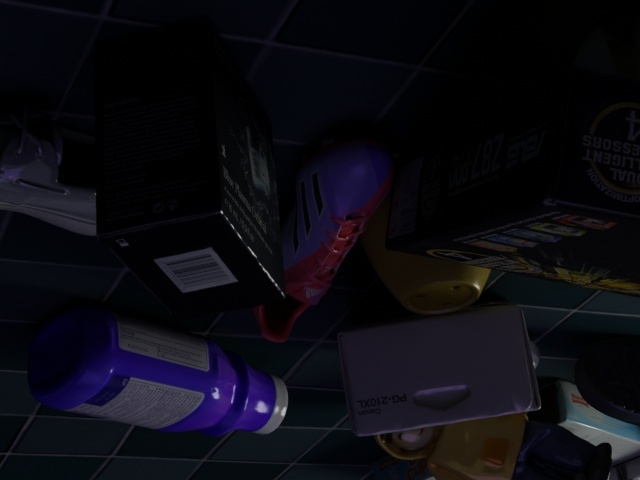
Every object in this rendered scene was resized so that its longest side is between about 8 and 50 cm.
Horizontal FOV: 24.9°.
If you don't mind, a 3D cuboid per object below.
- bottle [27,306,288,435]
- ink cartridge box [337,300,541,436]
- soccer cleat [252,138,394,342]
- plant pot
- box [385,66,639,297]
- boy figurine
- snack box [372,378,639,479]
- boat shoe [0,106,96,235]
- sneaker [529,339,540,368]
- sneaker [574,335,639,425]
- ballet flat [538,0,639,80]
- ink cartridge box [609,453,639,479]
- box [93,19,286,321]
[{"bbox_3d":[-0.156,0.143,1.479,0.282,0.092,0.118,19,144,-41],"label":"bottle"},{"bbox_3d":[0.114,0.119,1.397,0.171,0.100,0.237,-9,178,4],"label":"ink cartridge box"},{"bbox_3d":[0.000,0.000,1.236,0.083,0.095,0.248,6,150,-24],"label":"soccer cleat"},{"bbox_3d":[0.099,0.009,1.277,0.134,0.095,0.134,-5,153,-3],"label":"plant pot"},{"bbox_3d":[0.247,-0.021,1.054,0.318,0.097,0.395,9,173,-12],"label":"box"},{"bbox_3d":[0.194,0.234,1.686,0.285,0.177,0.092,20,-166,4],"label":"boy figurine"},{"bbox_3d":[0.245,0.276,1.867,0.187,0.060,0.322,21,142,-39],"label":"snack box"},{"bbox_3d":[-0.222,-0.065,1.092,0.081,0.079,0.227,-37,146,30],"label":"boat shoe"},{"bbox_3d":[0.139,0.153,1.567,0.212,0.094,0.080,-1,151,-11],"label":"sneaker"},{"bbox_3d":[0.403,0.192,1.686,0.319,0.112,0.131,11,145,-29],"label":"sneaker"},{"bbox_3d":[0.228,-0.161,0.947,0.116,0.124,0.342,0,152,-13],"label":"ballet flat"},{"bbox_3d":[0.436,0.289,1.909,0.148,0.086,0.203,18,143,-40],"label":"ink cartridge box"},{"bbox_3d":[-0.094,-0.047,1.052,0.093,0.158,0.156,-12,153,11],"label":"box"}]
